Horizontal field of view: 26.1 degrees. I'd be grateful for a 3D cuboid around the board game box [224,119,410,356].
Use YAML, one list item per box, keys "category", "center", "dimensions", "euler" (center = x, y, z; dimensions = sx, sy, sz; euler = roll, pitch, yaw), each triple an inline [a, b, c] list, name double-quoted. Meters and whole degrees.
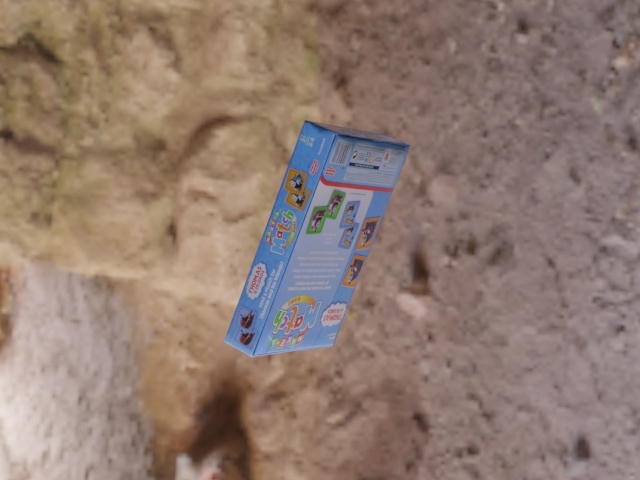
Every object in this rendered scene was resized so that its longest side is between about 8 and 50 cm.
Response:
- category: "board game box"
  center: [0.000, 0.000, 1.269]
  dimensions: [0.039, 0.160, 0.212]
  euler: [24, 100, 25]
